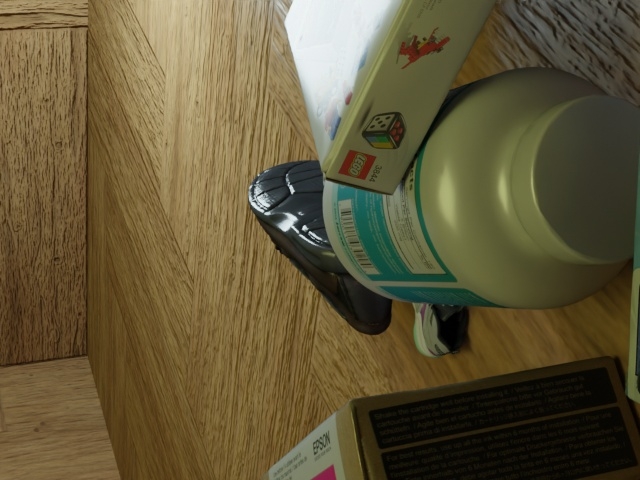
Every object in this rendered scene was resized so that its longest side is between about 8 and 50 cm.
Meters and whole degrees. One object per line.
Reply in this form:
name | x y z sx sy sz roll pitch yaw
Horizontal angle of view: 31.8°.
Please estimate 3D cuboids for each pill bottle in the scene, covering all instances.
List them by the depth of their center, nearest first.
pill bottle | 0.109 -0.029 0.724 0.264 0.146 0.146 177 88 -70

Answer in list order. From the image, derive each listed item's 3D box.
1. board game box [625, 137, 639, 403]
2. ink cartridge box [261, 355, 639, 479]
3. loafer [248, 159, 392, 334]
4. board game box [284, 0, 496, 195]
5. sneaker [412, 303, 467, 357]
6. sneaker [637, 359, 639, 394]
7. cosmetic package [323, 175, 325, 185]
board game box | 0.247 -0.035 0.427 0.308 0.086 0.302 -147 54 -65
ink cartridge box | 0.081 0.164 0.787 0.235 0.193 0.088 128 133 -62
loafer | 0.000 0.000 1.085 0.302 0.109 0.095 -130 28 -67
board game box | 0.065 -0.204 0.660 0.193 0.053 0.305 -103 32 -50
sneaker | 0.100 0.049 0.939 0.069 0.038 0.098 -17 89 68
sneaker | 0.176 -0.005 0.430 0.209 0.069 0.082 95 -168 -50
cosmetic package | 0.042 -0.155 0.999 0.099 0.060 0.239 -145 51 -63
